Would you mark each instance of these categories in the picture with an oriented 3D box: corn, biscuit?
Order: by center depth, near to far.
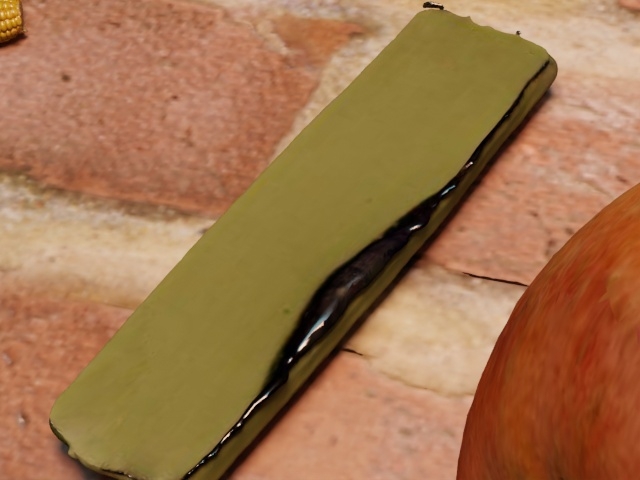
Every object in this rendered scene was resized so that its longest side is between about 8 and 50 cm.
[{"bbox_3d":[0.000,0.000,0.779,0.099,0.038,0.322,22,58,32],"label":"biscuit"},{"bbox_3d":[-0.218,-0.130,0.940,0.092,0.037,0.037,-2,49,5],"label":"corn"}]

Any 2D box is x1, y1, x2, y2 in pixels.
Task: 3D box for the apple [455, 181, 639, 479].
[{"bbox_3d":[0.205,0.116,0.459,0.305,0.338,0.338,0,46,-14],"label":"apple"}]
